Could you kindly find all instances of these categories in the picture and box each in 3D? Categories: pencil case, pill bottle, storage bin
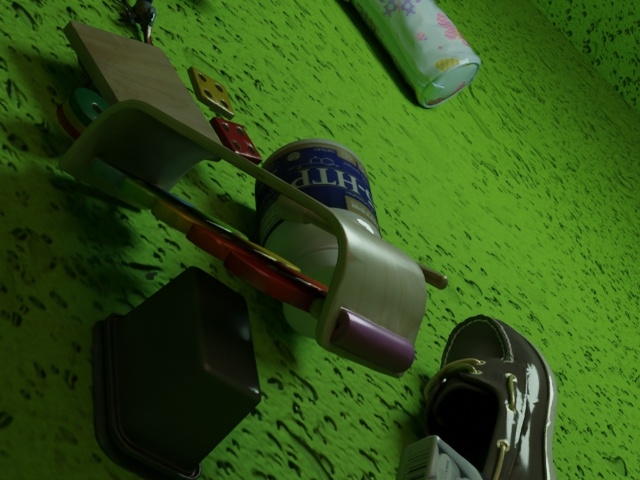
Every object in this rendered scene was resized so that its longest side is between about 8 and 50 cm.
[{"bbox_3d":[0.128,-0.333,2.020,0.273,0.113,0.124,55,31,15],"label":"pencil case"},{"bbox_3d":[0.000,0.000,1.207,0.112,0.112,0.187,37,24,-29],"label":"pill bottle"},{"bbox_3d":[-0.089,0.091,0.909,0.098,0.091,0.135,35,26,-32],"label":"storage bin"}]

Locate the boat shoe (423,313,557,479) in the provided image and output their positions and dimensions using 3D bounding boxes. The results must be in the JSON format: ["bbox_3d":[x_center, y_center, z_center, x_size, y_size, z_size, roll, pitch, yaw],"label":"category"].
[{"bbox_3d":[0.147,0.167,1.219,0.096,0.116,0.324,43,28,-24],"label":"boat shoe"}]

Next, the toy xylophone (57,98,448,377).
[{"bbox_3d":[-0.036,-0.003,1.002,0.236,0.081,0.322,29,2,-45],"label":"toy xylophone"}]

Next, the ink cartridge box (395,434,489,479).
[{"bbox_3d":[0.125,0.286,0.987,0.208,0.045,0.206,41,40,-22],"label":"ink cartridge box"}]

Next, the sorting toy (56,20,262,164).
[{"bbox_3d":[-0.160,-0.119,1.184,0.132,0.046,0.274,57,23,20],"label":"sorting toy"}]

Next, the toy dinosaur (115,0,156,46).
[{"bbox_3d":[-0.188,-0.236,1.365,0.082,0.047,0.090,-88,167,-72],"label":"toy dinosaur"}]
